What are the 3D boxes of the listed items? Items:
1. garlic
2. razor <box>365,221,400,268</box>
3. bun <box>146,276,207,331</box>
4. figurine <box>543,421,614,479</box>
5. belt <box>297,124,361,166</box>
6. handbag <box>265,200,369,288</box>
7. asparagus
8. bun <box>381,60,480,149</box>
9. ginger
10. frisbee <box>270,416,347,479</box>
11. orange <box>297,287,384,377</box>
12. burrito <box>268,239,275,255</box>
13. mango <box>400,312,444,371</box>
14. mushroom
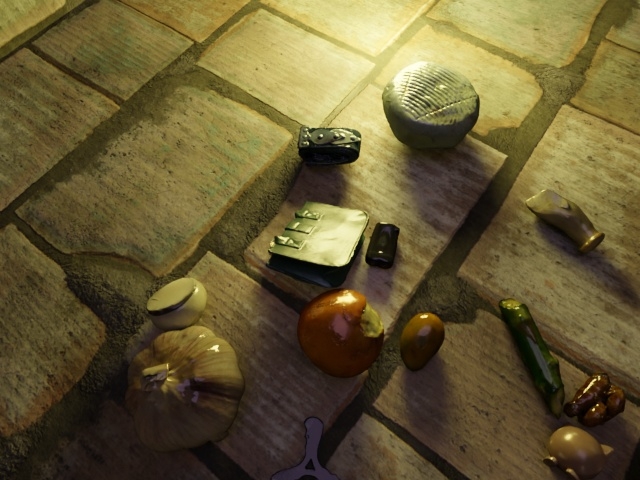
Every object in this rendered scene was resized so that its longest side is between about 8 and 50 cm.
[{"bbox_3d":[-0.350,0.375,1.116,0.321,0.241,0.322,9,63,-18],"label":"garlic"},{"bbox_3d":[0.197,0.015,1.356,0.089,0.054,0.148,14,64,9],"label":"razor"},{"bbox_3d":[-0.403,0.195,1.247,0.172,0.120,0.173,-19,29,11],"label":"bun"},{"bbox_3d":[0.632,0.526,1.061,0.137,0.125,0.125,-29,66,-25],"label":"figurine"},{"bbox_3d":[0.032,-0.315,1.488,0.217,0.122,0.129,1,65,10],"label":"belt"},{"bbox_3d":[0.001,0.001,1.282,0.238,0.090,0.326,14,35,13],"label":"handbag"},{"bbox_3d":[0.592,0.310,1.186,0.081,0.085,0.344,0,59,-25],"label":"asparagus"},{"bbox_3d":[0.375,-0.453,1.503,0.353,0.194,0.355,0,62,-1],"label":"bun"},{"bbox_3d":[0.725,0.430,1.129,0.162,0.073,0.103,-39,55,-9],"label":"ginger"},{"bbox_3d":[-0.042,0.583,1.110,0.187,0.012,0.211,-20,65,-7],"label":"frisbee"},{"bbox_3d":[0.054,0.245,1.149,0.239,0.240,0.240,-1,64,2],"label":"orange"},{"bbox_3d":[-0.055,0.047,1.340,0.225,0.061,0.087,12,20,8],"label":"burrito"},{"bbox_3d":[0.280,0.279,1.206,0.111,0.089,0.163,41,80,18],"label":"mango"},{"bbox_3d":[0.779,-0.071,1.360,0.108,0.096,0.247,-29,67,-40],"label":"mushroom"}]
